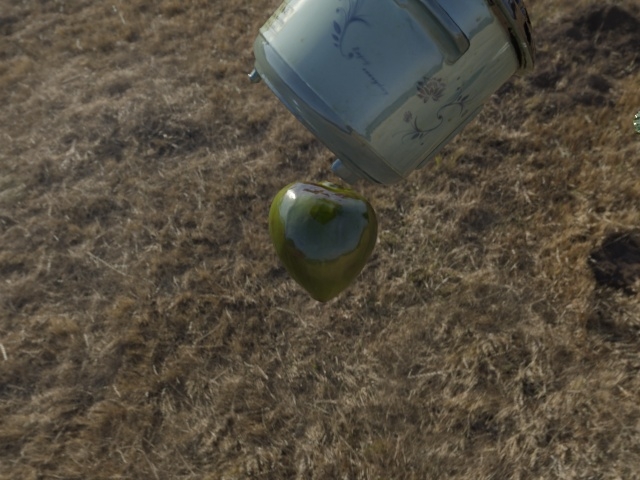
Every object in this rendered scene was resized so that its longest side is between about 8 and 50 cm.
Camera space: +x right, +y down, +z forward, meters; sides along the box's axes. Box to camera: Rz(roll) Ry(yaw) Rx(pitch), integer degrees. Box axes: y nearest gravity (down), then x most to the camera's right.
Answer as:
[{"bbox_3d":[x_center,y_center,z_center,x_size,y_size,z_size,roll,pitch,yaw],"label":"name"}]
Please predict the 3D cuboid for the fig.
[{"bbox_3d":[0.000,0.000,0.904,0.203,0.203,0.225,8,98,12],"label":"fig"}]

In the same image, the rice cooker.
[{"bbox_3d":[0.088,-0.228,0.554,0.264,0.316,0.316,42,60,-14],"label":"rice cooker"}]

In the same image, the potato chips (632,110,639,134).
[{"bbox_3d":[0.717,-0.228,0.919,0.207,0.028,0.092,8,69,39],"label":"potato chips"}]
